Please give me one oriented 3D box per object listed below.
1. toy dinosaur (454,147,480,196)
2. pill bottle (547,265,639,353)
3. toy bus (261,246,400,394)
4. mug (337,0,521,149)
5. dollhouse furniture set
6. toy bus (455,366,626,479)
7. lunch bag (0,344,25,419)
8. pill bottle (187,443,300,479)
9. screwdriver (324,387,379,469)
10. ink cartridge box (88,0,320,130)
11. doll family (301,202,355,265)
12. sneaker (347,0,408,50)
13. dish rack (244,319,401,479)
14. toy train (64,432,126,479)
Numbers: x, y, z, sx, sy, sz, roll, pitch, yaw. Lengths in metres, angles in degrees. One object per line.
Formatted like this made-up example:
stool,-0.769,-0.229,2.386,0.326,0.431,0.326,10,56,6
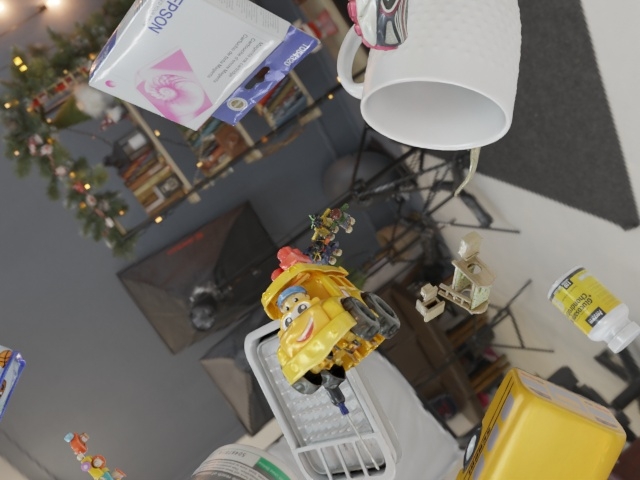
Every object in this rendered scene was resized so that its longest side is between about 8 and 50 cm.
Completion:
toy dinosaur,0.339,-0.231,1.502,0.064,0.268,0.118,16,173,13
pill bottle,0.585,0.148,1.476,0.184,0.103,0.103,49,168,29
toy bus,-0.010,0.098,1.021,0.211,0.149,0.220,51,-166,17
mug,0.197,-0.376,1.331,0.374,0.328,0.276,0,161,35
dollhouse furniture set,0.311,0.101,1.568,0.101,0.161,0.182,48,156,33
toy bus,0.175,0.300,0.690,0.108,0.332,0.130,23,-172,7
lunch bag,-0.947,0.409,1.663,0.328,0.385,0.239,21,157,-8
pill bottle,-0.174,0.471,0.964,0.204,0.361,0.204,11,117,24
screwdriver,0.049,0.287,1.098,0.170,0.024,0.025,55,153,33
ink cartridge box,-0.223,-0.338,1.324,0.330,0.071,0.324,20,145,-32
doll family,0.000,0.000,1.542,0.076,0.193,0.111,20,175,26
sneaker,0.084,-0.283,0.499,0.121,0.112,0.299,-86,9,-61
dish rack,0.008,0.287,1.274,0.285,0.072,0.332,-32,84,50
toy train,-0.480,0.480,1.505,0.166,0.046,0.125,54,166,-24
